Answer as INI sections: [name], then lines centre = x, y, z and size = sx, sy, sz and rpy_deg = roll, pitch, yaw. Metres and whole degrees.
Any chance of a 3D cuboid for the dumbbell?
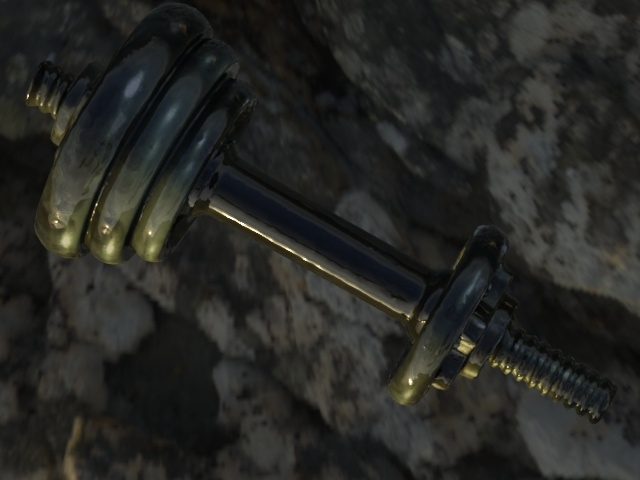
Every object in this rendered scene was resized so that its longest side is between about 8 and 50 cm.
[dumbbell]
centre = 0.000, 0.000, 0.694
size = 0.254, 0.110, 0.110
rpy_deg = 29, 101, 2
